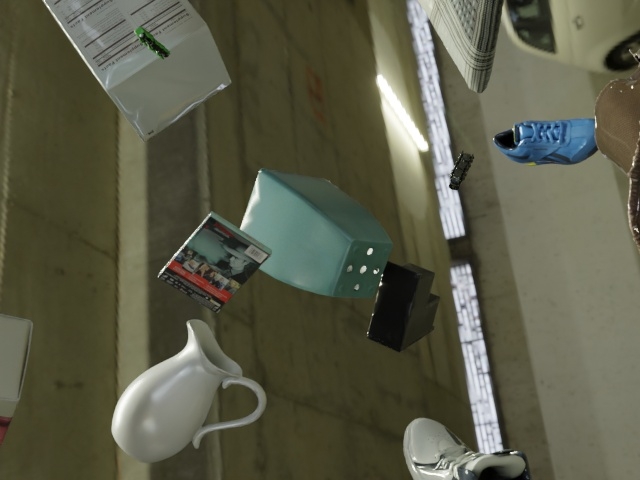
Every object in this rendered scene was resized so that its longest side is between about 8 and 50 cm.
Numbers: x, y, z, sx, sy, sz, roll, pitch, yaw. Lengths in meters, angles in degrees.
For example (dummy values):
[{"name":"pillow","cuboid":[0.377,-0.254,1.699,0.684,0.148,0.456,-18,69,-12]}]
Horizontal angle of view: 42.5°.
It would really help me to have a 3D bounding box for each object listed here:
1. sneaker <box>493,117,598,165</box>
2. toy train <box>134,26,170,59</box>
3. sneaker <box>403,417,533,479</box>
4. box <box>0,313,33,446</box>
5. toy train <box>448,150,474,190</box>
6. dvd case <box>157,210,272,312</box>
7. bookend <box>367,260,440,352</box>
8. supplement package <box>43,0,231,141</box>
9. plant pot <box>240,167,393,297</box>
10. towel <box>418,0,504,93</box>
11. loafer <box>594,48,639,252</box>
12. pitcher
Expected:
[{"name":"sneaker","cuboid":[0.370,-0.166,1.354,0.082,0.209,0.069,18,-100,-28]},{"name":"toy train","cuboid":[-0.242,-0.285,1.189,0.024,0.017,0.083,57,-172,14]},{"name":"sneaker","cuboid":[0.190,0.276,1.008,0.235,0.094,0.153,-119,30,-45]},{"name":"box","cuboid":[-0.463,0.201,1.016,0.148,0.232,0.127,15,-140,-23]},{"name":"toy train","cuboid":[0.236,-0.116,1.384,0.158,0.027,0.036,-51,-24,-63]},{"name":"dvd case","cuboid":[-0.126,0.028,0.974,0.087,0.119,0.013,33,-146,-17]},{"name":"bookend","cuboid":[0.168,0.107,1.538,0.156,0.072,0.157,-19,-54,-57]},{"name":"supplement package","cuboid":[-0.323,-0.358,1.436,0.263,0.198,0.199,53,174,18]},{"name":"plant pot","cuboid":[0.000,0.000,1.426,0.165,0.234,0.166,5,-70,-45]},{"name":"towel","cuboid":[0.221,-0.457,1.334,0.312,0.056,0.324,88,169,-53]},{"name":"loafer","cuboid":[0.257,-0.064,0.560,0.134,0.130,0.366,57,-141,-12]},{"name":"pitcher","cuboid":[-0.199,0.252,1.242,0.178,0.207,0.125,43,-173,8]}]
